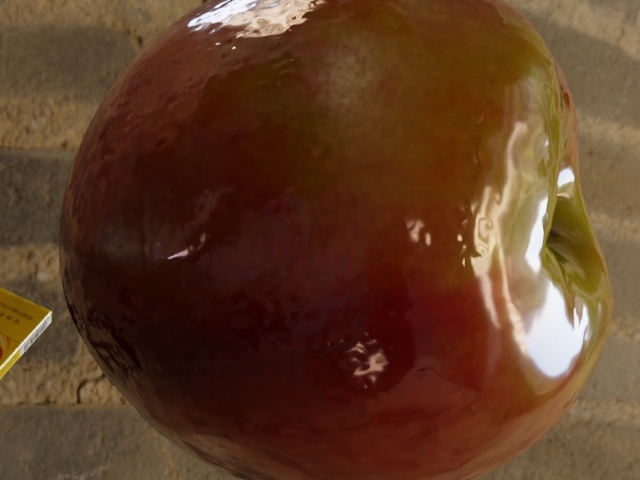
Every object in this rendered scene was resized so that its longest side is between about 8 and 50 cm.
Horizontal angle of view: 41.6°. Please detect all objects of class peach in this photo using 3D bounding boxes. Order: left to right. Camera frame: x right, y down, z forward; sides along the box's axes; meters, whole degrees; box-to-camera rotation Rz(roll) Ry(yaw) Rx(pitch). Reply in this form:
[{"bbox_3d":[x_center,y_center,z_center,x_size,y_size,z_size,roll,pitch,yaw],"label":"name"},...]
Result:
[{"bbox_3d":[0.000,0.000,0.581,0.388,0.388,0.388,11,-130,-14],"label":"peach"}]

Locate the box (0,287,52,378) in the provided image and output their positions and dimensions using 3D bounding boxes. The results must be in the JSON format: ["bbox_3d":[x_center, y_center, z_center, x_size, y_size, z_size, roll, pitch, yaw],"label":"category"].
[{"bbox_3d":[-0.616,0.189,1.489,0.152,0.043,0.269,22,-140,6],"label":"box"}]
